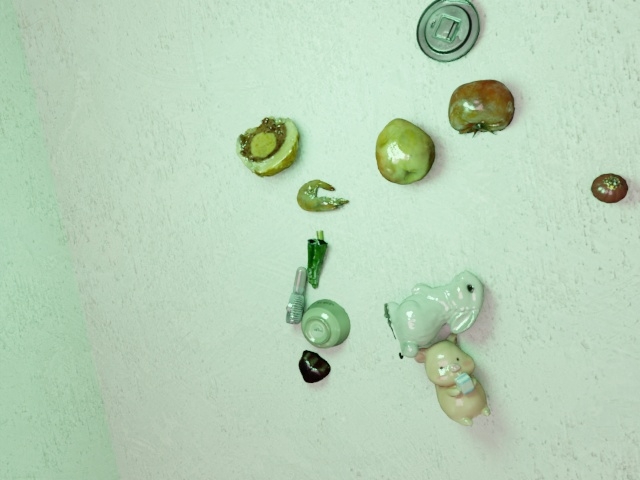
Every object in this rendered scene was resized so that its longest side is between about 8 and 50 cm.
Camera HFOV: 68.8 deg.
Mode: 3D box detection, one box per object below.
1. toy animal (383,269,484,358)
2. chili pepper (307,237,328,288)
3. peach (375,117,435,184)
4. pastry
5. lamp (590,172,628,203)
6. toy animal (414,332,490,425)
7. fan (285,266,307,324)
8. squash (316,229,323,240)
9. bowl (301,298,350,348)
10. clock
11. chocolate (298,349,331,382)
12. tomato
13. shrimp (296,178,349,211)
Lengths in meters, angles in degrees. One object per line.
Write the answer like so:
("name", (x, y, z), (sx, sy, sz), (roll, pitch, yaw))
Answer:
("toy animal", (0.423, 0.260, 1.682), (0.357, 0.194, 0.258), (-23, 62, 19))
("chili pepper", (-0.017, 0.103, 1.925), (0.088, 0.059, 0.227), (10, 117, 15))
("peach", (0.297, -0.323, 1.658), (0.214, 0.214, 0.236), (-15, 73, 26))
("pastry", (-0.189, -0.360, 1.885), (0.256, 0.170, 0.237), (-36, 62, -4))
("lamp", (0.894, -0.162, 1.448), (0.101, 0.090, 0.101), (-5, 60, 9))
("toy animal", (0.472, 0.494, 1.672), (0.195, 0.213, 0.256), (-20, 100, -8))
("fan", (-0.098, 0.230, 1.964), (0.074, 0.130, 0.244), (10, 88, 5))
("squash", (0.000, 0.000, 1.928), (0.027, 0.027, 0.083), (-6, 94, 26))
("bowl", (0.007, 0.357, 1.932), (0.211, 0.112, 0.212), (5, 101, 25))
("clock", (0.438, -0.724, 1.609), (0.214, 0.042, 0.215), (4, 100, 25))
("chocolate", (-0.045, 0.550, 2.000), (0.148, 0.080, 0.125), (37, 111, 14))
("tomato", (0.525, -0.444, 1.551), (0.214, 0.155, 0.181), (-2, 93, 27))
("shrimp", (0.007, -0.180, 1.896), (0.236, 0.053, 0.133), (5, 79, 28))
